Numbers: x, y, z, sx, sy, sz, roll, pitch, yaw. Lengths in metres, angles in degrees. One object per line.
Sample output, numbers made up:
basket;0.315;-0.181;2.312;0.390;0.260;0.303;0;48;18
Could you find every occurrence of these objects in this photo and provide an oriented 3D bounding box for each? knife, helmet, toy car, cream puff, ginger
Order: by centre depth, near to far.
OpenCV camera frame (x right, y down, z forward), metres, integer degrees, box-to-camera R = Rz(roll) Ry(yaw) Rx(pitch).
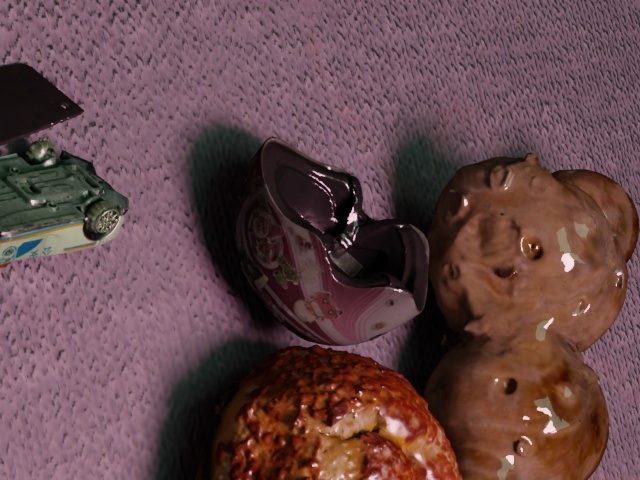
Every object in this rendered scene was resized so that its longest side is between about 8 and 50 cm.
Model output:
knife;-0.260;-0.069;1.054;0.072;0.019;0.245;39;37;17
toy car;-0.215;-0.017;1.082;0.186;0.058;0.093;-15;49;-46
cream puff;0.014;0.193;1.215;0.240;0.164;0.240;3;85;-44
helmet;-0.004;0.015;1.263;0.177;0.107;0.153;38;24;-5
ginger;0.182;0.090;1.407;0.256;0.176;0.375;41;54;-53
